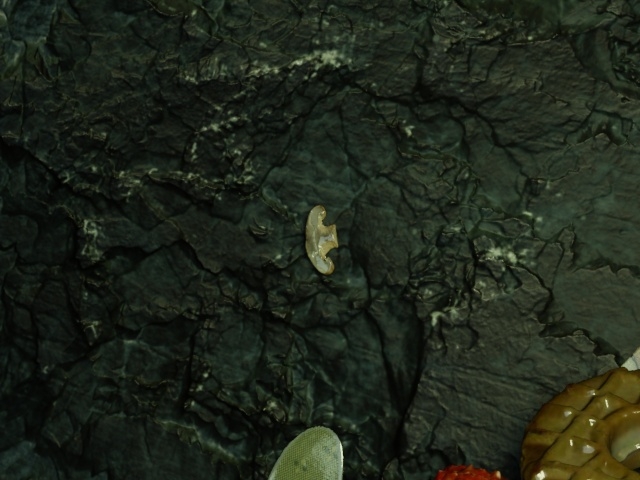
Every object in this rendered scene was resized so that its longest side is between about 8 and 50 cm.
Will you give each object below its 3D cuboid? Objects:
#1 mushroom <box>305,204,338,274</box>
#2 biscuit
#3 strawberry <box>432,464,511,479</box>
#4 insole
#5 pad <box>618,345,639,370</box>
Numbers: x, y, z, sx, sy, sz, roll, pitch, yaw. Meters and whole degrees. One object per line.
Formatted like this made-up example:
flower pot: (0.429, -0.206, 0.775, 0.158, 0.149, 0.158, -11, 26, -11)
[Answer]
mushroom: (0.000, 0.000, 1.752, 0.049, 0.019, 0.101, -14, 76, 16)
biscuit: (0.391, 0.264, 1.422, 0.332, 0.332, 0.103, 2, 122, 20)
strawberry: (0.210, 0.425, 1.473, 0.292, 0.292, 0.343, 3, 40, 20)
insole: (-0.054, 0.406, 1.703, 0.109, 0.007, 0.322, 26, 88, 22)
pad: (0.470, 0.232, 1.551, 0.158, 0.003, 0.235, -47, 69, 6)
